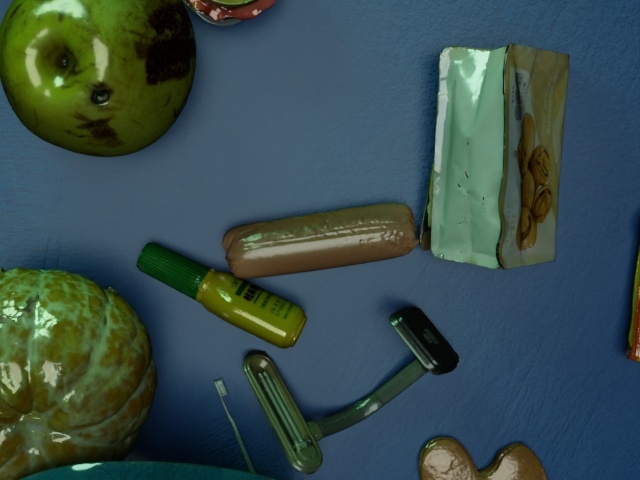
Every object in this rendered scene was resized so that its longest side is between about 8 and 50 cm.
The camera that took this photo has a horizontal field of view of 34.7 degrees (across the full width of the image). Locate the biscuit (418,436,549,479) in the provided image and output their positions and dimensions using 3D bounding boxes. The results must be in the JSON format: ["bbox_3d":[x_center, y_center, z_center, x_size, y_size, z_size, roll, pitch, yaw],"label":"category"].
[{"bbox_3d":[0.255,0.376,1.579,0.192,0.036,0.186,-20,95,-3],"label":"biscuit"}]

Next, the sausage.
[{"bbox_3d":[0.001,0.001,1.499,0.289,0.086,0.086,-8,96,-4],"label":"sausage"}]

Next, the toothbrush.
[{"bbox_3d":[-0.126,0.288,1.556,0.014,0.011,0.167,-22,96,-7],"label":"toothbrush"}]

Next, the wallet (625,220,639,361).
[{"bbox_3d":[0.543,0.075,1.559,0.141,0.067,0.241,7,91,0],"label":"wallet"}]

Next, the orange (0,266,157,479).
[{"bbox_3d":[-0.387,0.198,1.396,0.329,0.249,0.329,-3,112,-8],"label":"orange"}]

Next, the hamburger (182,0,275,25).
[{"bbox_3d":[-0.135,-0.377,1.426,0.175,0.137,0.175,2,84,-16],"label":"hamburger"}]

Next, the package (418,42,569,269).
[{"bbox_3d":[0.246,-0.124,1.490,0.165,0.221,0.311,7,99,35],"label":"package"}]

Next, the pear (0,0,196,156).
[{"bbox_3d":[-0.297,-0.248,1.367,0.283,0.283,0.283,0,96,-4],"label":"pear"}]

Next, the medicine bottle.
[{"bbox_3d":[-0.146,0.078,1.497,0.260,0.095,0.064,25,110,4],"label":"medicine bottle"}]

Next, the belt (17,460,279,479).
[{"bbox_3d":[-0.219,0.419,1.375,0.436,0.173,0.300,17,139,-27],"label":"belt"}]

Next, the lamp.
[{"bbox_3d":[0.040,0.186,1.524,0.283,0.124,0.203,-37,76,3],"label":"lamp"}]
